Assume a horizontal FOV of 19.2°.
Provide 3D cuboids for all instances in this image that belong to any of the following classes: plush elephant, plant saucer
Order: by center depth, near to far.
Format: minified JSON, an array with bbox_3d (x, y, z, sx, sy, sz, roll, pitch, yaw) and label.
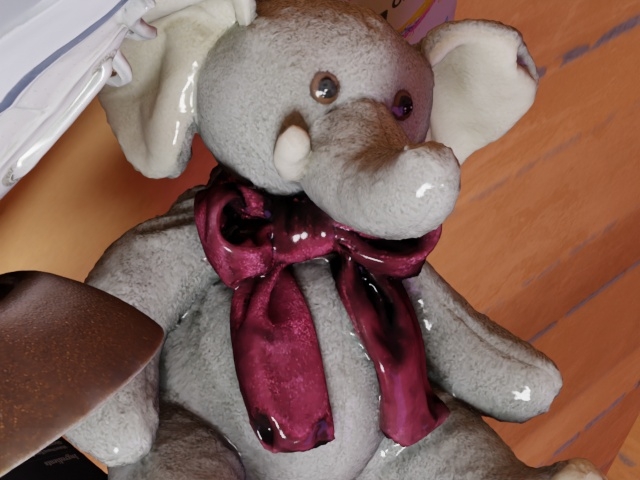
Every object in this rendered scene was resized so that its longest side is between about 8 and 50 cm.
[{"bbox_3d":[-0.210,0.085,0.742,0.310,0.050,0.310,-24,-171,4],"label":"plant saucer"},{"bbox_3d":[0.000,0.000,0.929,0.272,0.330,0.255,-2,123,-25],"label":"plush elephant"}]

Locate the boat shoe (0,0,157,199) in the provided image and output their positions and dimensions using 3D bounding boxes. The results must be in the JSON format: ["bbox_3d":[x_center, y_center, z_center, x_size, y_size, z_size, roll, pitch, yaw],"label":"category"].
[{"bbox_3d":[-0.128,-0.085,0.732,0.367,0.136,0.156,-53,168,18],"label":"boat shoe"}]

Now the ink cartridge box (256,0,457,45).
[{"bbox_3d":[0.014,-0.130,1.057,0.127,0.072,0.175,-41,156,-29],"label":"ink cartridge box"}]

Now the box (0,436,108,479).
[{"bbox_3d":[-0.192,0.162,0.950,0.093,0.158,0.156,-8,130,-62],"label":"box"}]
